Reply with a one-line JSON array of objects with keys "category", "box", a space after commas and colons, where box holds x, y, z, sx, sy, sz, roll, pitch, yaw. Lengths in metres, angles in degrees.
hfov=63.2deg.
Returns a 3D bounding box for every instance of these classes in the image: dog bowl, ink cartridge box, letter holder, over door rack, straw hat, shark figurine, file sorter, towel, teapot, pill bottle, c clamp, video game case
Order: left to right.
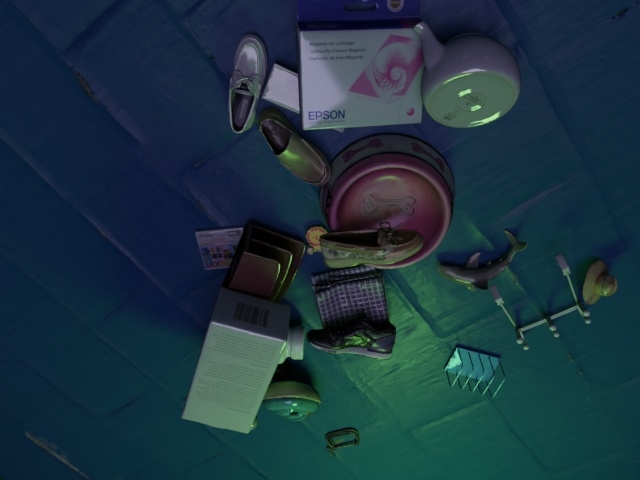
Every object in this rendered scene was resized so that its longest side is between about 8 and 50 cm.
[{"category": "video game case", "box": [-0.312, 0.025, 1.679, 0.157, 0.019, 0.143, -5, 120, 5]}, {"category": "letter holder", "box": [-0.184, 0.132, 1.643, 0.214, 0.152, 0.302, 18, 123, -14]}, {"category": "pill bottle", "box": [-0.191, 0.341, 1.776, 0.271, 0.152, 0.153, 4, 120, 1]}, {"category": "c clamp", "box": [0.091, 0.819, 2.113, 0.160, 0.022, 0.137, -23, 111, 16]}, {"category": "towel", "box": [0.108, 0.230, 1.717, 0.234, 0.121, 0.284, -11, 118, 8]}, {"category": "ink cartridge box", "box": [0.103, -0.453, 1.308, 0.323, 0.071, 0.331, -6, 116, -8]}, {"category": "dog bowl", "box": [0.196, -0.094, 1.512, 0.407, 0.150, 0.409, 1, 119, 2]}, {"category": "teapot", "box": [0.369, -0.414, 1.284, 0.252, 0.187, 0.256, -4, 154, 15]}, {"category": "file sorter", "box": [0.546, 0.469, 1.841, 0.170, 0.105, 0.118, 15, 120, -6]}, {"category": "shark figurine", "box": [0.527, 0.101, 1.630, 0.278, 0.116, 0.166, -27, 116, 19]}, {"category": "over door rack", "box": [0.710, 0.220, 1.657, 0.239, 0.108, 0.324, -28, 128, 16]}, {"category": "straw hat", "box": [0.884, 0.138, 1.618, 0.144, 0.061, 0.145, -7, 103, -31]}]

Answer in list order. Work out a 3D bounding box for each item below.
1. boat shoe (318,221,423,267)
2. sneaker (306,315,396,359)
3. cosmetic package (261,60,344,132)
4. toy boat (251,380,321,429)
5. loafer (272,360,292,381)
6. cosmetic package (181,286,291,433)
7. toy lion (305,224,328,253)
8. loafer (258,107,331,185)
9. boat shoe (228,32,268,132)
[{"category": "boat shoe", "box": [0.138, 0.008, 1.428, 0.284, 0.105, 0.089, -11, 121, 10]}, {"category": "sneaker", "box": [0.099, 0.286, 1.643, 0.282, 0.107, 0.124, 8, 106, -9]}, {"category": "cosmetic package", "box": [-0.029, -0.387, 1.406, 0.238, 0.060, 0.099, 22, 113, -10]}, {"category": "toy boat", "box": [-0.155, 0.608, 1.902, 0.317, 0.148, 0.267, -14, 152, 24]}, {"category": "loafer", "box": [-0.213, 0.464, 1.889, 0.219, 0.078, 0.080, 6, 120, -1]}, {"category": "cosmetic package", "box": [-0.266, 0.383, 1.620, 0.229, 0.162, 0.454, 17, 122, -9]}, {"category": "toy lion", "box": [0.000, 0.000, 1.645, 0.100, 0.034, 0.096, 13, 112, -5]}, {"category": "loafer", "box": [-0.082, -0.250, 1.449, 0.268, 0.092, 0.102, 44, 116, -8]}, {"category": "boat shoe", "box": [-0.195, -0.411, 1.387, 0.095, 0.084, 0.258, 8, 120, -1]}]
